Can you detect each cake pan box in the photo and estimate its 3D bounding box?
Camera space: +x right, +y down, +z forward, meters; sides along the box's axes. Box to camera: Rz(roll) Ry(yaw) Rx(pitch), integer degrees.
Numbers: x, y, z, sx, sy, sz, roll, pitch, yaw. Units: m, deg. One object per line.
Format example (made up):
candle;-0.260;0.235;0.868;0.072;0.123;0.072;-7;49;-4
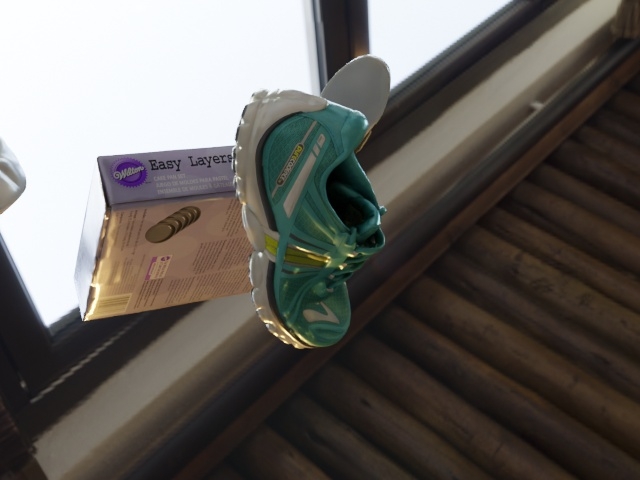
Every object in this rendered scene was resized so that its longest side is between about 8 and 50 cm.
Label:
cake pan box;-0.137;-0.005;0.861;0.246;0.267;0.070;-7;-117;-25

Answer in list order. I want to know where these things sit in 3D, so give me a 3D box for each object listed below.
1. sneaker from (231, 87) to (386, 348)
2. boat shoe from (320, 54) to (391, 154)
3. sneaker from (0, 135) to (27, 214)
sneaker;0.000;0.000;0.650;0.110;0.275;0.107;10;-132;18
boat shoe;0.026;-0.148;0.997;0.078;0.219;0.070;31;-147;0
sneaker;-0.258;-0.093;0.418;0.232;0.115;0.090;19;-140;20
